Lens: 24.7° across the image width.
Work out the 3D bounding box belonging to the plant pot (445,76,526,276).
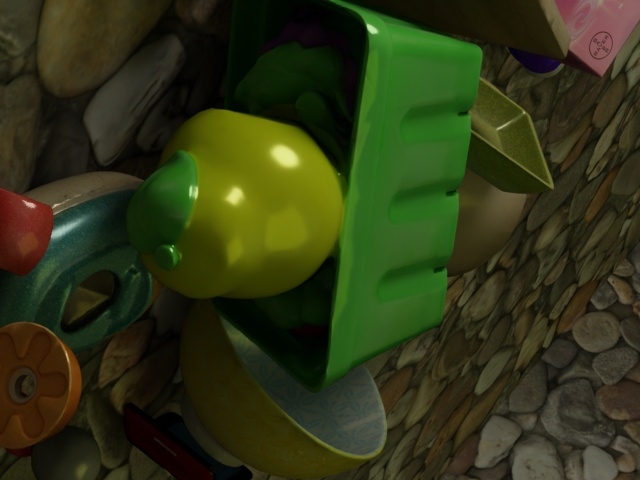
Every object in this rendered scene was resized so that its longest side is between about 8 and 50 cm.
[{"bbox_3d":[0.057,-0.082,1.684,0.274,0.256,0.256,0,123,-48],"label":"plant pot"}]

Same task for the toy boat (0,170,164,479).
[{"bbox_3d":[-0.235,0.087,1.379,0.267,0.148,0.318,-24,142,-55],"label":"toy boat"}]

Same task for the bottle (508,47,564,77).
[{"bbox_3d":[0.292,-0.307,1.986,0.092,0.118,0.283,-54,158,-7],"label":"bottle"}]

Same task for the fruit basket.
[{"bbox_3d":[-0.047,-0.051,1.360,0.392,0.283,0.392,-14,118,-28],"label":"fruit basket"}]

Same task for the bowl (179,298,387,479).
[{"bbox_3d":[-0.073,0.181,1.739,0.156,0.289,0.289,-41,164,20],"label":"bowl"}]

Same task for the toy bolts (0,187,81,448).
[{"bbox_3d":[-0.299,0.046,1.143,0.158,0.218,0.229,26,79,-63],"label":"toy bolts"}]

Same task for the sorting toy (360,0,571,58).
[{"bbox_3d":[0.122,-0.291,1.481,0.089,0.255,0.257,-71,160,-5],"label":"sorting toy"}]

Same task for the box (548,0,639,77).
[{"bbox_3d":[0.291,-0.355,1.756,0.243,0.117,0.213,33,92,-32],"label":"box"}]

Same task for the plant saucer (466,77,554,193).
[{"bbox_3d":[0.155,-0.131,1.572,0.045,0.188,0.188,-49,-160,23],"label":"plant saucer"}]

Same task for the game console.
[{"bbox_3d":[-0.158,0.244,1.776,0.085,0.144,0.124,-44,156,-29],"label":"game console"}]
